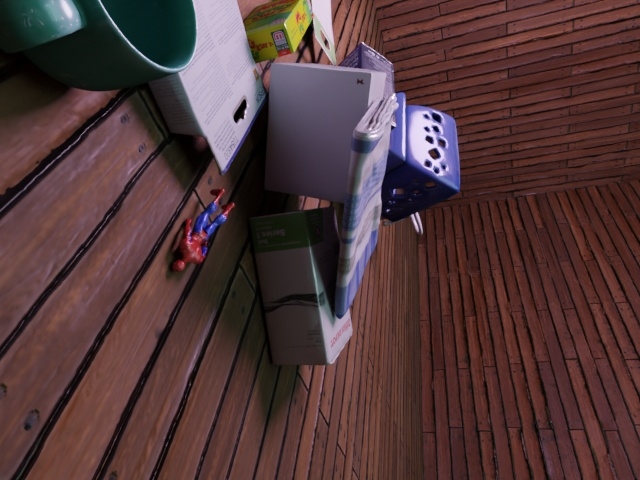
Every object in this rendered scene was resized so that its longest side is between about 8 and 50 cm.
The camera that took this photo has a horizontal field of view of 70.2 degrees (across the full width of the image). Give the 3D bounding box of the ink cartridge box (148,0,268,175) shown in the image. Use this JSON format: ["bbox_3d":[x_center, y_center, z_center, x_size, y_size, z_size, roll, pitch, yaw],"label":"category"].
[{"bbox_3d":[-0.137,-0.224,0.529,0.223,0.045,0.224,-77,157,-48],"label":"ink cartridge box"}]

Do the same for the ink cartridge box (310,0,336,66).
[{"bbox_3d":[-0.017,-0.532,1.040,0.171,0.056,0.235,12,75,-72],"label":"ink cartridge box"}]

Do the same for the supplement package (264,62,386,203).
[{"bbox_3d":[0.013,-0.185,0.752,0.203,0.149,0.194,-55,154,-66],"label":"supplement package"}]

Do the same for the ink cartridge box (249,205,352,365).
[{"bbox_3d":[-0.023,0.063,0.703,0.160,0.093,0.219,-20,103,-72],"label":"ink cartridge box"}]

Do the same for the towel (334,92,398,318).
[{"bbox_3d":[0.067,-0.054,0.667,0.209,0.034,0.284,-60,158,-57],"label":"towel"}]

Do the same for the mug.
[{"bbox_3d":[-0.170,-0.175,0.317,0.158,0.098,0.129,-18,101,-72],"label":"mug"}]

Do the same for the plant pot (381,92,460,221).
[{"bbox_3d":[0.192,-0.214,1.158,0.212,0.236,0.235,22,60,-30],"label":"plant pot"}]

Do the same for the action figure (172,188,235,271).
[{"bbox_3d":[-0.130,-0.009,0.496,0.115,0.030,0.038,-72,144,-45],"label":"action figure"}]

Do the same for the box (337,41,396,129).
[{"bbox_3d":[0.088,-0.327,1.077,0.108,0.153,0.207,22,55,-31],"label":"box"}]

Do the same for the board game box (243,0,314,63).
[{"bbox_3d":[-0.073,-0.332,0.709,0.181,0.092,0.043,-78,153,-48],"label":"board game box"}]

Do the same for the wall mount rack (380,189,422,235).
[{"bbox_3d":[0.209,-0.168,1.400,0.304,0.131,0.349,33,39,-83],"label":"wall mount rack"}]
